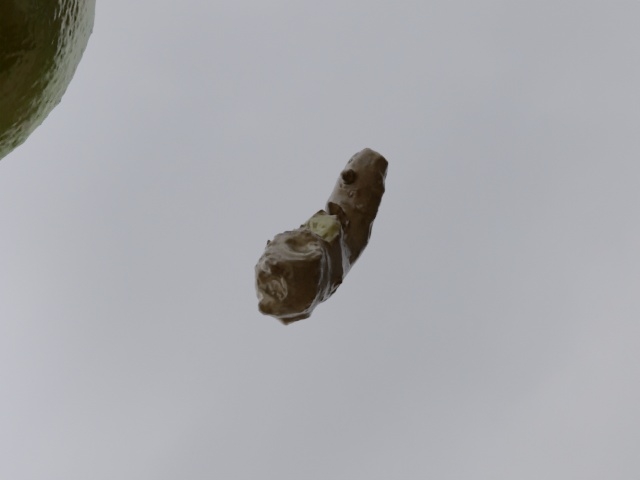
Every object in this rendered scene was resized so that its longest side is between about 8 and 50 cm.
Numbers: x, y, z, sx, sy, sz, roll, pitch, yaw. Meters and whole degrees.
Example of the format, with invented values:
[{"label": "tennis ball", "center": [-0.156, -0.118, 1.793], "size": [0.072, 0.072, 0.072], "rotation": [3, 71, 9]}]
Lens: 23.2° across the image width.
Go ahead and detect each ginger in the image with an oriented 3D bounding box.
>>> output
[{"label": "ginger", "center": [0.001, 0.002, 1.076], "size": [0.173, 0.051, 0.069], "rotation": [-57, -33, -51]}]

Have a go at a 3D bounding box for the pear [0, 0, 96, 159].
[{"label": "pear", "center": [-0.328, -0.210, 0.980], "size": [0.399, 0.399, 0.165], "rotation": [-55, 5, -20]}]
